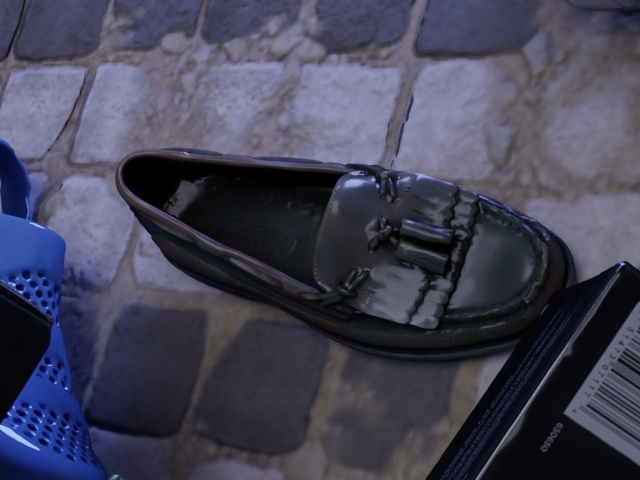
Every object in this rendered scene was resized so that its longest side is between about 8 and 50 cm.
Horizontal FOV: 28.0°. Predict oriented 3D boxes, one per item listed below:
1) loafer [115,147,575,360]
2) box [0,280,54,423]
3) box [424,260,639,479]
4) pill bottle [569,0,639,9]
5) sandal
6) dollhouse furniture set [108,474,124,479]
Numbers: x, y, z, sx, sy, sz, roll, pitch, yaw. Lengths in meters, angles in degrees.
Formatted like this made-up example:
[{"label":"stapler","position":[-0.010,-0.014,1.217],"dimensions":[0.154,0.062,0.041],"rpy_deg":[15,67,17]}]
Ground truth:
[{"label":"loafer","position":[0.000,0.000,0.690],"dimensions":[0.267,0.084,0.096],"rpy_deg":[10,74,34]},{"label":"box","position":[-0.325,0.155,0.610],"dimensions":[0.318,0.097,0.395],"rpy_deg":[15,71,50]},{"label":"box","position":[0.071,0.147,0.507],"dimensions":[0.103,0.184,0.261],"rpy_deg":[34,88,3]},{"label":"pill bottle","position":[0.216,-0.157,0.619],"dimensions":[0.193,0.108,0.108],"rpy_deg":[3,70,32]},{"label":"sandal","position":[-0.209,0.038,0.778],"dimensions":[0.138,0.126,0.317],"rpy_deg":[-42,55,2]},{"label":"dollhouse furniture set","position":[-0.128,0.267,0.572],"dimensions":[0.301,0.197,0.151],"rpy_deg":[-38,53,11]}]
